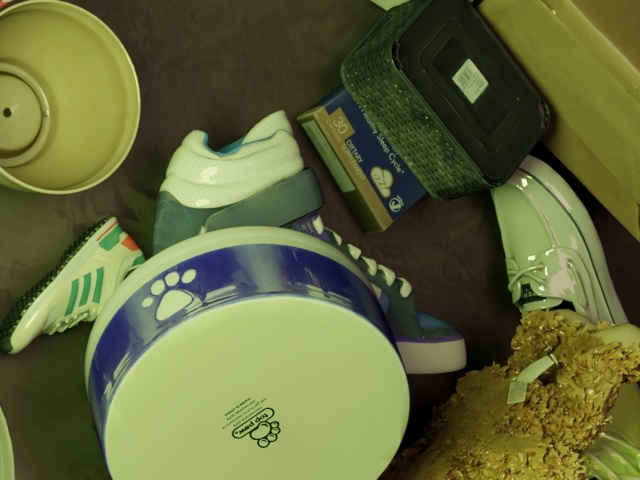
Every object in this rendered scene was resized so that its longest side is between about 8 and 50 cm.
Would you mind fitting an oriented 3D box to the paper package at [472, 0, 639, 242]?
[{"bbox_3d":[0.342,-0.217,1.976,0.309,0.168,0.325,46,52,-7],"label":"paper package"}]

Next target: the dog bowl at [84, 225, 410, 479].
[{"bbox_3d":[-0.062,0.125,1.617,0.265,0.265,0.104,27,22,-29],"label":"dog bowl"}]

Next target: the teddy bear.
[{"bbox_3d":[0.180,0.188,1.792,0.338,0.245,0.113,-51,123,-33],"label":"teddy bear"}]

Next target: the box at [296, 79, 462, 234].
[{"bbox_3d":[0.090,-0.123,1.909,0.225,0.036,0.136,-41,105,-35],"label":"box"}]

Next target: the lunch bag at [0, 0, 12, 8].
[{"bbox_3d":[-0.352,-0.280,1.534,0.293,0.120,0.258,-36,106,-14],"label":"lunch bag"}]

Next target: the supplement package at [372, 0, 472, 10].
[{"bbox_3d":[0.066,-0.306,1.882,0.179,0.105,0.105,29,66,-27],"label":"supplement package"}]

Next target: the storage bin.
[{"bbox_3d":[0.123,-0.141,1.860,0.180,0.084,0.122,51,57,-17],"label":"storage bin"}]

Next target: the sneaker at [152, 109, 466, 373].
[{"bbox_3d":[-0.001,0.000,1.758,0.323,0.130,0.236,6,83,-28],"label":"sneaker"}]

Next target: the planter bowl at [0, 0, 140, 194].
[{"bbox_3d":[-0.248,-0.113,1.619,0.162,0.109,0.162,5,81,-33],"label":"planter bowl"}]

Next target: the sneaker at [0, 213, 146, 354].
[{"bbox_3d":[-0.206,0.052,1.650,0.075,0.057,0.161,47,55,-12],"label":"sneaker"}]

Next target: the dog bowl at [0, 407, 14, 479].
[{"bbox_3d":[-0.404,0.182,1.395,0.349,0.102,0.349,-7,107,-26],"label":"dog bowl"}]

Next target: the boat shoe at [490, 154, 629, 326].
[{"bbox_3d":[0.232,0.042,1.947,0.088,0.096,0.267,-37,111,-39],"label":"boat shoe"}]

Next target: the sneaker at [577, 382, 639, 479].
[{"bbox_3d":[0.264,0.269,1.795,0.145,0.147,0.385,23,52,-12],"label":"sneaker"}]
